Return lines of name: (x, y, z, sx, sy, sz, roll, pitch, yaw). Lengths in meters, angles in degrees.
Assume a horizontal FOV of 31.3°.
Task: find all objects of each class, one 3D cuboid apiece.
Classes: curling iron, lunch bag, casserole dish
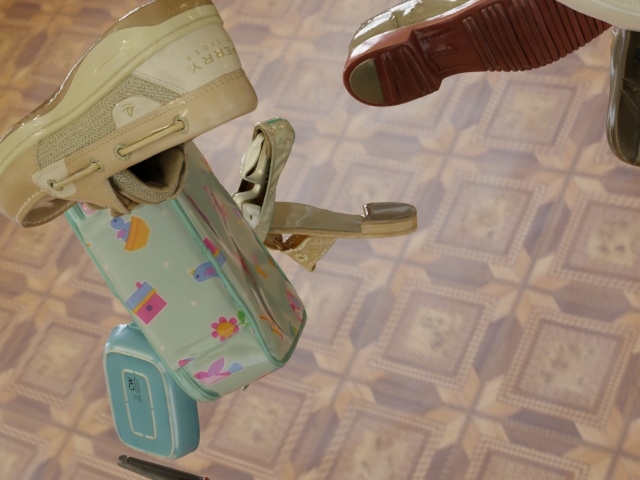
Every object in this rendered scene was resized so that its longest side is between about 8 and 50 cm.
curling iron: (-0.156, 0.350, 1.578, 0.274, 0.068, 0.035, 23, 105, 11)
lunch bag: (-0.127, 0.015, 1.103, 0.108, 0.279, 0.224, -32, 8, 9)
casserole dish: (-0.198, 0.179, 1.311, 0.114, 0.188, 0.037, 12, 31, 24)

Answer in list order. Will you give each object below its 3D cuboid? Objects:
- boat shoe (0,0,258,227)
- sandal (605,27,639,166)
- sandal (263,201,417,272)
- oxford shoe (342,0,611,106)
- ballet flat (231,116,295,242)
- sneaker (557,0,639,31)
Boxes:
boat shoe: (-0.146, -0.062, 0.805, 0.109, 0.098, 0.302, -33, 1, -42)
sandal: (0.298, -0.169, 1.022, 0.090, 0.060, 0.219, 14, 84, -13)
sandal: (-0.001, 0.003, 1.384, 0.240, 0.079, 0.088, 0, 23, 11)
oxford shoe: (0.189, -0.275, 1.381, 0.348, 0.123, 0.130, -12, 46, 17)
ballet flat: (-0.077, -0.063, 1.295, 0.057, 0.052, 0.168, 32, 116, 34)
sneaker: (0.232, -0.213, 0.863, 0.323, 0.130, 0.236, -9, 7, -24)
